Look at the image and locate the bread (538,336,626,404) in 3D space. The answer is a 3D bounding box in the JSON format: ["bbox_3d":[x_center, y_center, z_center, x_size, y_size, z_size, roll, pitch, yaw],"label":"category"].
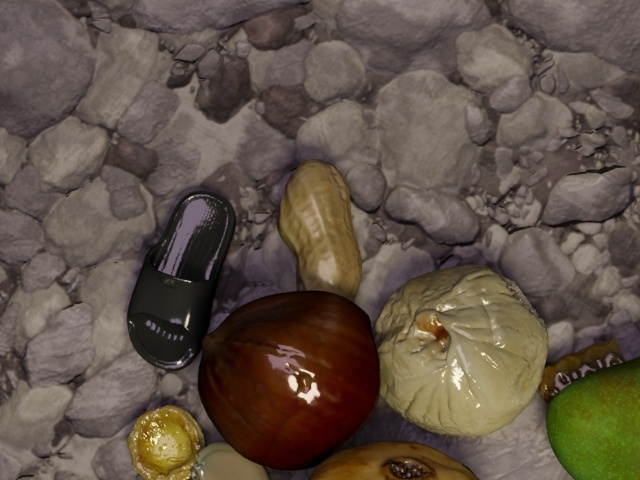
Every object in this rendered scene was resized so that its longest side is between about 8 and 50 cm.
[{"bbox_3d":[0.317,0.167,1.660,0.110,0.060,0.066,-23,103,2],"label":"bread"}]

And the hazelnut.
[{"bbox_3d":[-0.043,0.165,1.626,0.229,0.229,0.230,-2,74,8],"label":"hazelnut"}]

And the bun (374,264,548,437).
[{"bbox_3d":[0.158,0.124,1.651,0.220,0.134,0.220,-7,69,19],"label":"bun"}]

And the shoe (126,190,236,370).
[{"bbox_3d":[-0.184,0.042,1.758,0.108,0.093,0.241,15,75,11],"label":"shoe"}]

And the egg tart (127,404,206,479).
[{"bbox_3d":[-0.191,0.259,1.722,0.105,0.039,0.105,-2,74,8],"label":"egg tart"}]

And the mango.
[{"bbox_3d":[0.448,0.210,1.556,0.381,0.201,0.225,-2,106,16],"label":"mango"}]

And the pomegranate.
[{"bbox_3d":[0.080,0.352,1.554,0.260,0.260,0.260,-2,74,8],"label":"pomegranate"}]

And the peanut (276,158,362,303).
[{"bbox_3d":[0.000,0.000,1.740,0.098,0.090,0.214,-10,72,-8],"label":"peanut"}]

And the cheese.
[{"bbox_3d":[-0.093,0.322,1.671,0.092,0.047,0.171,-32,85,-19],"label":"cheese"}]
